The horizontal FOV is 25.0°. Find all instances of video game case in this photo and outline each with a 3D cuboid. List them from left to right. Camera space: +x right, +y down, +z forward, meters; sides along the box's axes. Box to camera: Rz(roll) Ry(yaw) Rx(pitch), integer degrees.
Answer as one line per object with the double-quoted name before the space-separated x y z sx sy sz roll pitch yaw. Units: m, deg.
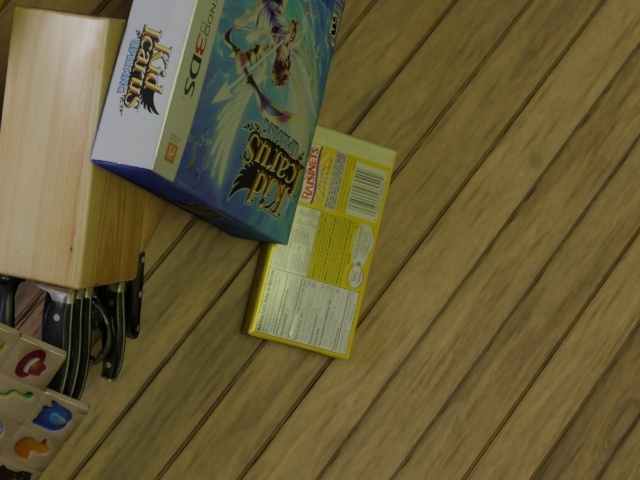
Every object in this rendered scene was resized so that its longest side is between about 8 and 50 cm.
"video game case" -0.072 -0.143 1.207 0.269 0.061 0.244 30 73 -65

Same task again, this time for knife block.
"knife block" -0.208 -0.012 1.144 0.276 0.088 0.242 76 30 -49

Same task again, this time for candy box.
"candy box" 0.000 0.000 1.343 0.105 0.027 0.206 17 81 -21

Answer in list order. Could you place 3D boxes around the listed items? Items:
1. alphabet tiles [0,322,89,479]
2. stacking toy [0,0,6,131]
"alphabet tiles" -0.304 0.144 1.125 0.198 0.009 0.237 27 120 -21
"stacking toy" -0.333 -0.254 1.096 0.350 0.350 0.480 -21 115 -24
